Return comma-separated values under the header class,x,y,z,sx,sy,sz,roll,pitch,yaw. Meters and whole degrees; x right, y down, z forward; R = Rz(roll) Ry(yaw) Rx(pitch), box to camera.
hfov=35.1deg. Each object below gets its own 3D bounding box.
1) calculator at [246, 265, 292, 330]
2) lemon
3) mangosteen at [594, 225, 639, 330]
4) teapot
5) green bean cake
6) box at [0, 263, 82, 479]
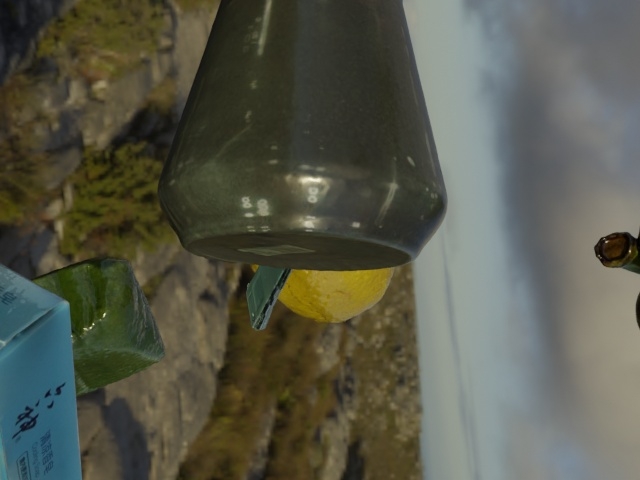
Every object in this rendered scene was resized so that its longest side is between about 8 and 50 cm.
class,x,y,z,sx,sy,sz,roll,pitch,yaw
calculator,-0.055,0.043,1.104,0.172,0.018,0.057,117,-38,-57
lemon,0.000,0.000,1.387,0.260,0.204,0.204,60,18,-28
mangosteen,0.525,0.068,1.226,0.306,0.360,0.305,1,89,-63
teapot,-0.018,-0.150,0.935,0.300,0.253,0.343,-16,-112,61
green bean cake,-0.332,0.126,1.349,0.248,0.222,0.124,100,-34,-68
box,-0.262,0.114,0.762,0.083,0.143,0.232,-45,153,-43
